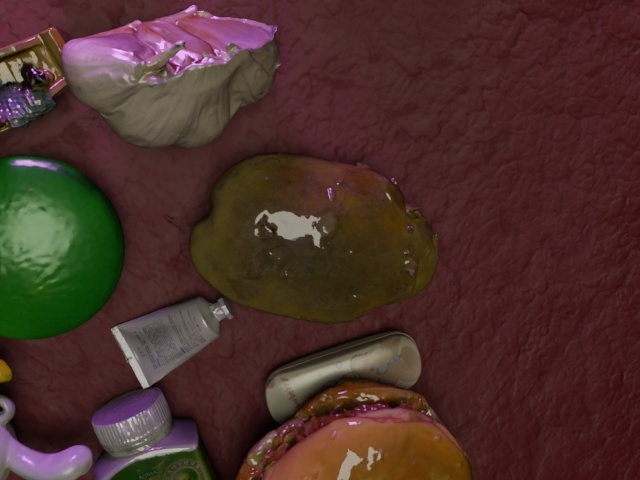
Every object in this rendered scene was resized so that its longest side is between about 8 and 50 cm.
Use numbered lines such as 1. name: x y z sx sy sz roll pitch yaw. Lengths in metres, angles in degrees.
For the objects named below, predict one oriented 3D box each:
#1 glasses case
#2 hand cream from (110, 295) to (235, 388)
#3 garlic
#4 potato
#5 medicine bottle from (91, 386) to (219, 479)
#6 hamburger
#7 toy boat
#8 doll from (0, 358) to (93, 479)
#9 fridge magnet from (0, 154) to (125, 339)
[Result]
1. glasses case: 0.030 0.174 0.991 0.204 0.051 0.081 -19 109 -7
2. hand cream: -0.171 0.110 0.945 0.142 0.053 0.084 -28 92 5
3. garlic: -0.152 -0.163 0.832 0.229 0.178 0.143 -8 118 -25
4. potato: 0.000 0.000 0.909 0.296 0.141 0.192 7 102 -15
5. medicine bottle: -0.200 0.280 0.948 0.132 0.088 0.189 -21 105 -7
6. hamburger: 0.048 0.321 0.945 0.318 0.158 0.319 -8 115 -17
7. toy boat: -0.398 -0.125 0.815 0.310 0.115 0.089 -27 105 -6
8. doll: -0.420 0.227 0.879 0.237 0.111 0.252 -39 94 1
9. fridge magnet: -0.323 0.008 0.870 0.208 0.088 0.208 -2 101 -10
